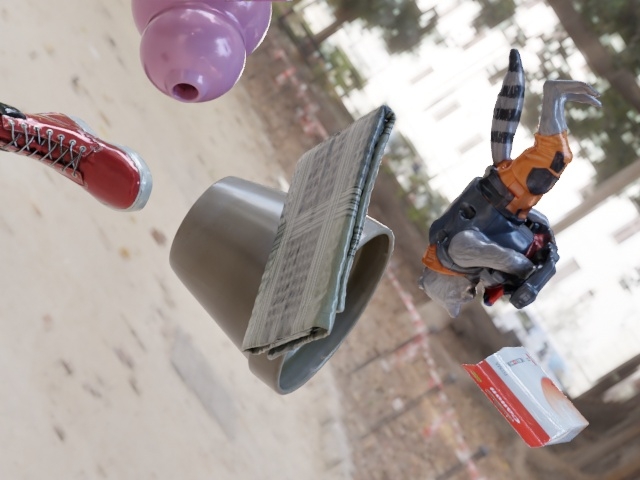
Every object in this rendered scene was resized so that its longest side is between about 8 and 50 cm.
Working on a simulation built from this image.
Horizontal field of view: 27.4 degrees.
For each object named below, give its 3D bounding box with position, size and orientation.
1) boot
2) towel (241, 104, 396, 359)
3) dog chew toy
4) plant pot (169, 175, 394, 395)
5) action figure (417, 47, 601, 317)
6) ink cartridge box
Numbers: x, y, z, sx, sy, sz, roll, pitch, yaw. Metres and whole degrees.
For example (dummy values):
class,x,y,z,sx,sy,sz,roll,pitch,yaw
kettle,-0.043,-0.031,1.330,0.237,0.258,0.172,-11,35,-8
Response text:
class,x,y,z,sx,sy,sz,roll,pitch,yaw
boot,-0.354,-0.114,1.781,0.244,0.088,0.176,33,14,37
towel,0.000,0.000,1.770,0.056,0.324,0.312,22,-17,-17
dog chew toy,-0.148,-0.311,1.667,0.206,0.206,0.332,52,34,-47
plant pot,-0.084,0.045,2.142,0.280,0.323,0.323,33,-2,15
action figure,0.229,-0.059,1.667,0.178,0.330,0.341,30,8,-4
ink cartridge box,0.275,0.206,1.757,0.145,0.045,0.179,51,16,22
